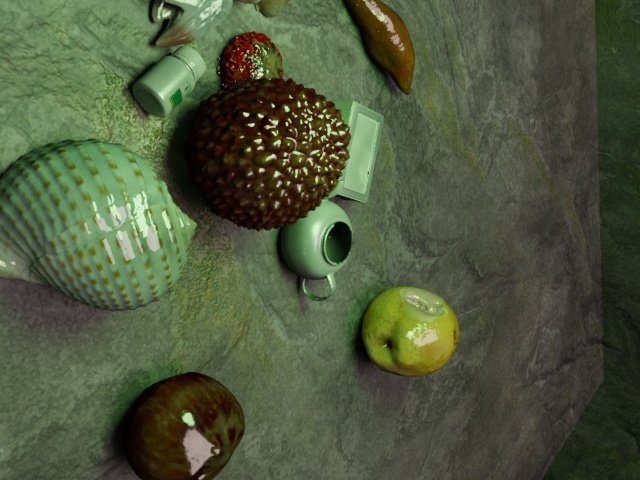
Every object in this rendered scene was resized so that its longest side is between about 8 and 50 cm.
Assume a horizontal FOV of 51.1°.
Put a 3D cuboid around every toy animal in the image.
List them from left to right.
[{"bbox_3d":[-0.211,-0.459,1.260,0.324,0.090,0.195,-10,118,-41],"label":"toy animal"}]

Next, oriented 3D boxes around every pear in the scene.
[{"bbox_3d":[0.239,0.248,1.823,0.271,0.271,0.271,-13,107,-48],"label":"pear"}]

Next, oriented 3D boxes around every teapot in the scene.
[{"bbox_3d":[0.000,0.000,1.583,0.193,0.129,0.294,-8,103,-48],"label":"teapot"}]

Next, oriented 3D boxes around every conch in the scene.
[{"bbox_3d":[-0.358,-0.025,1.101,0.319,0.215,0.303,-16,99,-48],"label":"conch"}]

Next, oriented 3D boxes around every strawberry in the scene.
[{"bbox_3d":[-0.136,-0.361,1.385,0.145,0.086,0.145,-15,109,-50],"label":"strawberry"}]

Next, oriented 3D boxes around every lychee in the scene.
[{"bbox_3d":[-0.105,-0.168,1.301,0.306,0.330,0.306,35,43,-40],"label":"lychee"}]

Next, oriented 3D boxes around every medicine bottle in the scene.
[{"bbox_3d":[-0.276,-0.295,1.234,0.130,0.080,0.080,-53,133,-28],"label":"medicine bottle"}]

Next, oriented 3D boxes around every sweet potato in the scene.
[{"bbox_3d":[0.165,-0.516,1.692,0.112,0.112,0.359,-55,131,-27],"label":"sweet potato"}]

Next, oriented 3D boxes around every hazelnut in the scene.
[{"bbox_3d":[-0.263,0.363,1.290,0.234,0.218,0.218,-48,131,-30],"label":"hazelnut"}]

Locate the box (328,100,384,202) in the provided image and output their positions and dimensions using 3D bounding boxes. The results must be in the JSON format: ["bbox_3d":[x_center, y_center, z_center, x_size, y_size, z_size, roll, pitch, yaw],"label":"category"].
[{"bbox_3d":[0.068,-0.217,1.655,0.129,0.086,0.225,13,89,-50],"label":"box"}]

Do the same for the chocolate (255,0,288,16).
[{"bbox_3d":[-0.062,-0.607,1.424,0.161,0.083,0.261,51,60,-40],"label":"chocolate"}]
